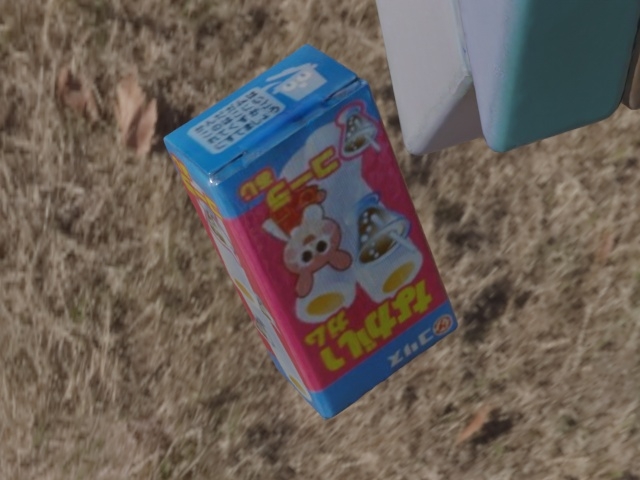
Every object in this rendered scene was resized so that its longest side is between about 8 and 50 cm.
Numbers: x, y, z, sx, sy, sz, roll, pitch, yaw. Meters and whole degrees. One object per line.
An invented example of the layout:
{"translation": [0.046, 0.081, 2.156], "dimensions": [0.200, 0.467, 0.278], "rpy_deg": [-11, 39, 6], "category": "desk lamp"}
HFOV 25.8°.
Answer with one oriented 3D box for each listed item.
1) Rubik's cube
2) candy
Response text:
{"translation": [0.151, -0.244, 0.815], "dimensions": [0.358, 0.368, 0.387], "rpy_deg": [-19, 105, -21], "category": "Rubik's cube"}
{"translation": [-0.001, 0.000, 1.218], "dimensions": [0.157, 0.305, 0.100], "rpy_deg": [-36, 40, -13], "category": "candy"}
